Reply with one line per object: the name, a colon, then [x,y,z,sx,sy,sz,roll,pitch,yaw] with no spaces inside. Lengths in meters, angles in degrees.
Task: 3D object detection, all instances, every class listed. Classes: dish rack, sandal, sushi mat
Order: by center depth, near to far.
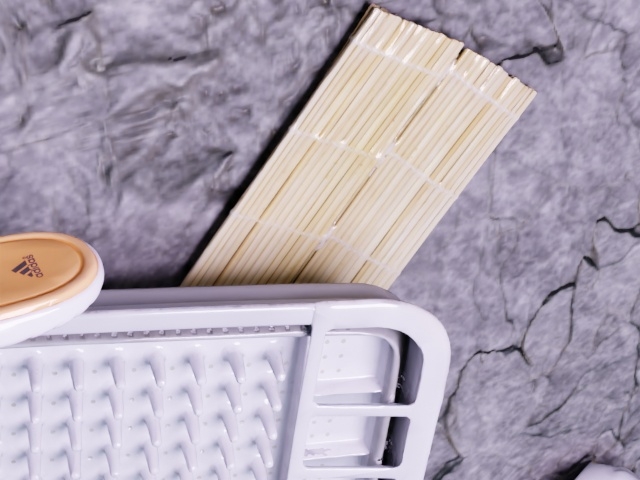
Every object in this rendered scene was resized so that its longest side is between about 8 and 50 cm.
sandal: [-0.239,0.021,0.719,0.265,0.102,0.076,-18,128,-23]
dish rack: [-0.100,0.134,0.927,0.333,0.072,0.285,-2,128,-15]
sushi mat: [0.000,0.000,0.946,0.151,0.019,0.316,23,110,-38]

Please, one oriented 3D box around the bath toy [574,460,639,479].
bath toy: [0.183,0.343,1.237,0.348,0.129,0.151,-56,164,19]
